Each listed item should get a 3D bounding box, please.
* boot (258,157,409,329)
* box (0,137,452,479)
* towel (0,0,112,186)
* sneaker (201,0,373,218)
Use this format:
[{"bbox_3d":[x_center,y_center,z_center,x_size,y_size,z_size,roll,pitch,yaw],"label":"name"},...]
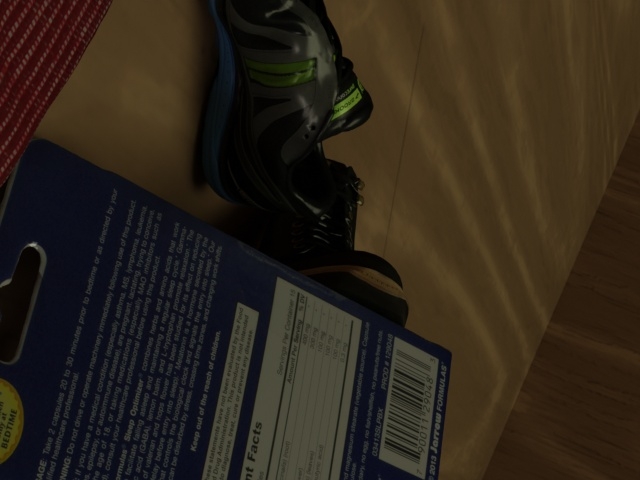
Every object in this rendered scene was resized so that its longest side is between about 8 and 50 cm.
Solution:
[{"bbox_3d":[0.000,0.000,0.714,0.198,0.077,0.137,-25,-142,60],"label":"boot"},{"bbox_3d":[-0.044,0.065,0.544,0.225,0.036,0.136,30,55,-31],"label":"box"},{"bbox_3d":[-0.075,-0.164,0.389,0.329,0.037,0.237,-62,165,-13],"label":"towel"},{"bbox_3d":[-0.009,-0.086,0.624,0.067,0.078,0.188,-53,158,-42],"label":"sneaker"}]
